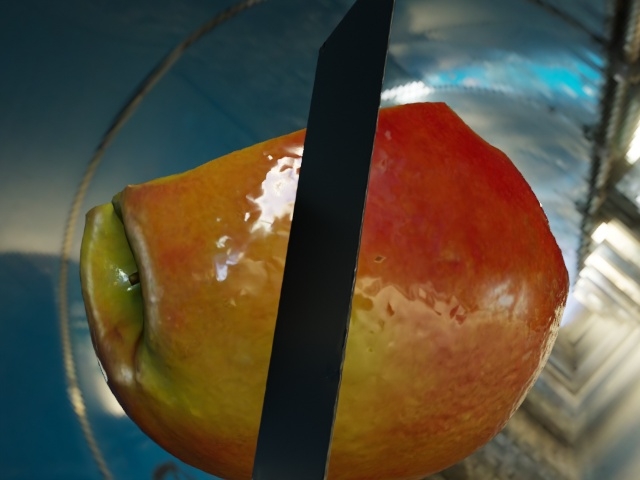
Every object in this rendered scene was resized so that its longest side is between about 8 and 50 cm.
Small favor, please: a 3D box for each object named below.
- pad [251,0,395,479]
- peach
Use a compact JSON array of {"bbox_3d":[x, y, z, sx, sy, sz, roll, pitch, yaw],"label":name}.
[{"bbox_3d":[0.000,0.000,0.608,0.163,0.004,0.243,148,132,-75],"label":"pad"},{"bbox_3d":[0.030,0.055,1.010,0.380,0.306,0.242,-12,5,-31],"label":"peach"}]
